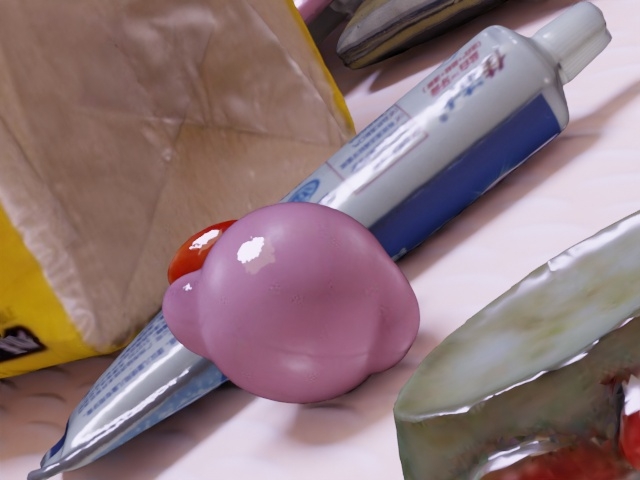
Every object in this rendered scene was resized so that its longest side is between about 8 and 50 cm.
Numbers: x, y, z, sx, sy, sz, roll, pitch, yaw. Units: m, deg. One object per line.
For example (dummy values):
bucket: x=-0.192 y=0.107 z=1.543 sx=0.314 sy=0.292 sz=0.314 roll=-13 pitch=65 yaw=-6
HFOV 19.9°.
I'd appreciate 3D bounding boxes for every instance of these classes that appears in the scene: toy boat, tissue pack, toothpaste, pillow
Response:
toy boat: x=0.075 y=0.039 z=0.405 sx=0.185 sy=0.071 sz=0.089 roll=-33 pitch=16 yaw=4
tissue pack: x=-0.220 y=-0.079 z=0.846 sx=0.382 sy=0.293 sz=0.228 roll=-16 pitch=17 yaw=46
toothpaste: x=0.001 y=0.001 z=0.675 sx=0.268 sy=0.047 sz=0.069 roll=-38 pitch=33 yaw=-2
pillow: x=0.122 y=-0.175 z=0.892 sx=0.208 sy=0.052 sz=0.212 roll=-25 pitch=18 yaw=43

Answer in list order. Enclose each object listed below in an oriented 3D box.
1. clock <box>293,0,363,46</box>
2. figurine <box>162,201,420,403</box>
clock: x=-0.026 y=-0.131 z=1.013 sx=0.244 sy=0.056 sz=0.244 roll=-41 pitch=15 yaw=13
figurine: x=-0.011 y=0.020 z=0.602 sx=0.083 sy=0.067 sz=0.071 roll=-6 pitch=28 yaw=-4
